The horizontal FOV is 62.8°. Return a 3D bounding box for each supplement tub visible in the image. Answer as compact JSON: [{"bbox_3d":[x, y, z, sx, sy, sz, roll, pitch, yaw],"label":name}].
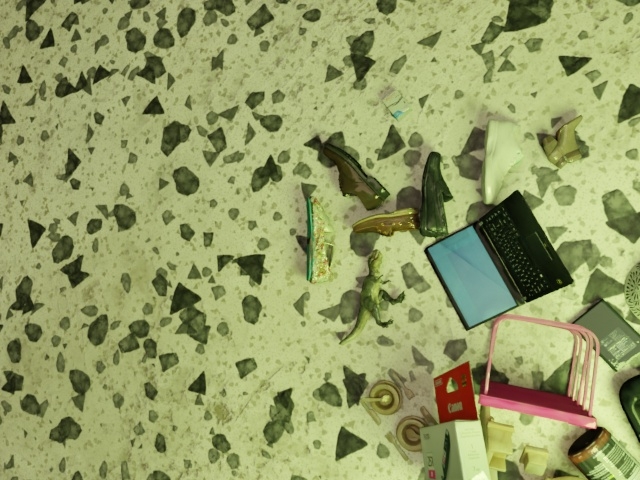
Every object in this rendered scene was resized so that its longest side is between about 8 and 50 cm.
[{"bbox_3d":[0.632,0.503,1.107,0.106,0.106,0.198,-44,73,10],"label":"supplement tub"}]

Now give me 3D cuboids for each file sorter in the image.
[{"bbox_3d":[0.450,0.255,1.100,0.202,0.291,0.182,8,84,19],"label":"file sorter"}]

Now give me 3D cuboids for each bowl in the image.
[{"bbox_3d":[0.752,0.109,1.120,0.170,0.080,0.169,-2,84,20],"label":"bowl"}]

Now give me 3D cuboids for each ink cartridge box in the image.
[{"bbox_3d":[0.199,-0.365,1.394,0.048,0.028,0.083,-39,73,12],"label":"ink cartridge box"},{"bbox_3d":[0.274,0.403,1.134,0.060,0.275,0.238,-3,68,-6],"label":"ink cartridge box"}]

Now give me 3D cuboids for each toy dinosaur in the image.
[{"bbox_3d":[0.142,0.161,1.344,0.118,0.064,0.267,19,93,27],"label":"toy dinosaur"}]

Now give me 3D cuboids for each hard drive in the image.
[{"bbox_3d":[0.647,0.211,1.176,0.094,0.022,0.135,-44,73,10],"label":"hard drive"}]

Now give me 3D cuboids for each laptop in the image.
[{"bbox_3d":[0.399,0.054,1.220,0.137,0.264,0.234,-21,75,-21],"label":"laptop"}]

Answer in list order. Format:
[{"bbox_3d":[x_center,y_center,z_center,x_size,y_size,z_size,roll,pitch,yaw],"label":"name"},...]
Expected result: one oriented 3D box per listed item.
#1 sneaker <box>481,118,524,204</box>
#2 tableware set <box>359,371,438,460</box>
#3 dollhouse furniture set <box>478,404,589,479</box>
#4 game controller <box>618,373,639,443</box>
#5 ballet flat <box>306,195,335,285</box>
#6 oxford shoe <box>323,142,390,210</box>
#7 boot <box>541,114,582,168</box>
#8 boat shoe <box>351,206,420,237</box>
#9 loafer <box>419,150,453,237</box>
[{"bbox_3d":[0.442,-0.190,1.270,0.094,0.080,0.212,7,85,8],"label":"sneaker"},{"bbox_3d":[0.193,0.439,1.303,0.128,0.039,0.194,-43,73,10],"label":"tableware set"},{"bbox_3d":[0.501,0.497,1.120,0.356,0.173,0.303,9,124,9],"label":"dollhouse furniture set"},{"bbox_3d":[0.754,0.423,1.082,0.167,0.067,0.318,-22,76,4],"label":"game controller"},{"bbox_3d":[0.000,0.000,1.409,0.077,0.091,0.240,0,88,-11],"label":"ballet flat"},{"bbox_3d":[0.073,-0.169,1.391,0.096,0.083,0.227,-46,71,14],"label":"oxford shoe"},{"bbox_3d":[0.588,-0.229,1.240,0.119,0.042,0.086,-35,80,14],"label":"boot"},{"bbox_3d":[0.168,-0.038,1.351,0.178,0.064,0.060,-12,78,15],"label":"boat shoe"},{"bbox_3d":[0.291,-0.114,1.309,0.078,0.076,0.223,4,76,9],"label":"loafer"}]
